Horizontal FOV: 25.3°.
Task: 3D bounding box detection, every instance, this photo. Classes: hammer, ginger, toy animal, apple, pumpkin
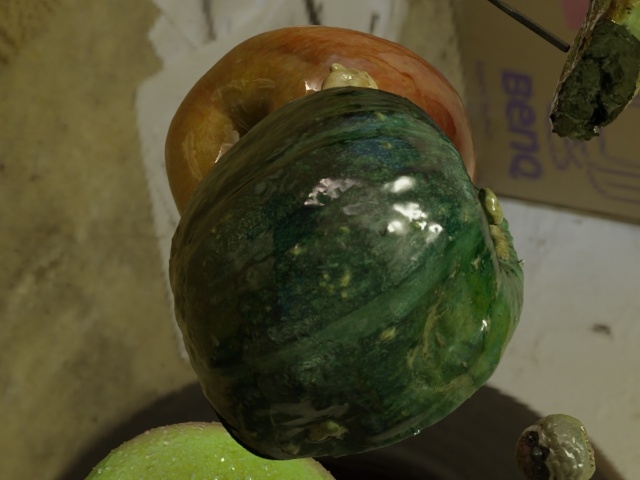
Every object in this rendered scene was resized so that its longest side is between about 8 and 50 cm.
[{"bbox_3d":[0.191,-0.319,1.791,0.029,0.292,0.058,-59,168,26],"label":"hammer"},{"bbox_3d":[0.015,-0.104,1.545,0.089,0.075,0.288,52,30,-26],"label":"ginger"},{"bbox_3d":[0.287,0.262,1.740,0.137,0.098,0.098,34,70,-68],"label":"toy animal"},{"bbox_3d":[-0.006,-0.099,1.868,0.346,0.391,0.391,11,90,-57],"label":"apple"},{"bbox_3d":[0.000,0.000,1.083,0.293,0.263,0.197,-93,156,-58],"label":"pumpkin"}]

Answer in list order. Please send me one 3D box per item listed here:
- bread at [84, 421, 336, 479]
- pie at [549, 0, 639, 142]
[{"bbox_3d":[-0.099,0.284,1.355,0.301,0.301,0.045,-47,162,-45],"label":"bread"},{"bbox_3d":[0.376,-0.277,1.734,0.288,0.103,0.355,-58,172,-40],"label":"pie"}]
